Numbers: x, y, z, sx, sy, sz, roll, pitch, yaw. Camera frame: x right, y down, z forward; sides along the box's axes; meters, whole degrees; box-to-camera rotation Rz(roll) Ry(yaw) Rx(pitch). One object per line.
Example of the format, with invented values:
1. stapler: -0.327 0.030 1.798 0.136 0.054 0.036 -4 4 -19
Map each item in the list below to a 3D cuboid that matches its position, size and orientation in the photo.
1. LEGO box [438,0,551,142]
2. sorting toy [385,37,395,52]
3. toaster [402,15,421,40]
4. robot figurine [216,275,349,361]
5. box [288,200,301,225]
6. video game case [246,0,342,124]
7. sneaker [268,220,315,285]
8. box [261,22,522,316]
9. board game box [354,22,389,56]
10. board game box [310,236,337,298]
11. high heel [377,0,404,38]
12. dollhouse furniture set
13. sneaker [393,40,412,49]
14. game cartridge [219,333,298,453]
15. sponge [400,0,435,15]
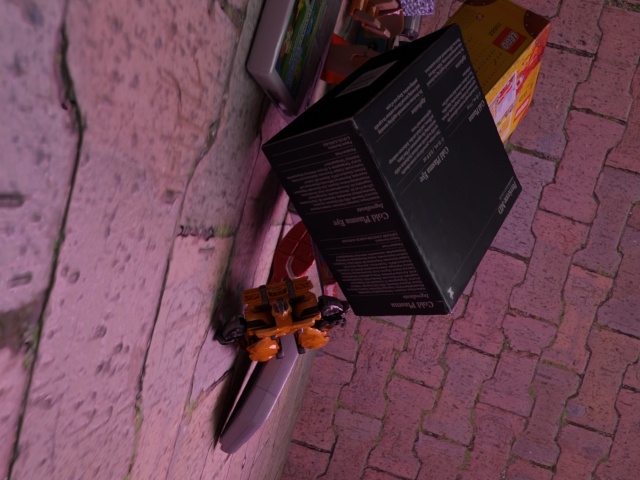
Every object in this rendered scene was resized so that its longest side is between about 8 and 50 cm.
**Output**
1. LEGO box: 0.293 -0.271 1.402 0.500 0.193 0.372 -49 159 -8
2. sorting toy: 0.176 -0.490 1.469 0.062 0.012 0.083 87 21 -70
3. toaster: 0.248 -0.699 1.790 0.227 0.129 0.146 -42 144 -71
4. robot figurine: -0.063 0.136 0.980 0.291 0.211 0.085 93 -17 -68
5. box: -0.003 -0.145 1.290 0.183 0.056 0.231 81 25 -77
6. video game case: -0.011 -0.345 0.814 0.300 0.036 0.328 12 95 -84
7. sneaker: -0.062 0.051 1.256 0.221 0.087 0.128 -62 -176 7
8. box: 0.132 -0.107 0.914 0.343 0.179 0.312 -47 117 -39
9. board game box: 0.125 -0.434 1.585 0.254 0.079 0.336 -47 152 -76
10. board game box: -0.010 -0.038 1.043 0.145 0.027 0.281 84 -6 -73
11. high heel: 0.099 -0.567 1.095 0.377 0.127 0.181 82 -5 -65
12. dollhouse furniture set: 0.050 -0.335 1.131 0.259 0.135 0.262 -17 123 -69
13. sneaker: 0.205 -0.400 1.555 0.319 0.127 0.208 -59 152 -28
14. game cartridge: -0.105 0.271 1.194 0.196 0.060 0.294 -61 -178 46
15. sponge: 0.249 -0.691 1.649 0.210 0.031 0.117 -22 122 -39
